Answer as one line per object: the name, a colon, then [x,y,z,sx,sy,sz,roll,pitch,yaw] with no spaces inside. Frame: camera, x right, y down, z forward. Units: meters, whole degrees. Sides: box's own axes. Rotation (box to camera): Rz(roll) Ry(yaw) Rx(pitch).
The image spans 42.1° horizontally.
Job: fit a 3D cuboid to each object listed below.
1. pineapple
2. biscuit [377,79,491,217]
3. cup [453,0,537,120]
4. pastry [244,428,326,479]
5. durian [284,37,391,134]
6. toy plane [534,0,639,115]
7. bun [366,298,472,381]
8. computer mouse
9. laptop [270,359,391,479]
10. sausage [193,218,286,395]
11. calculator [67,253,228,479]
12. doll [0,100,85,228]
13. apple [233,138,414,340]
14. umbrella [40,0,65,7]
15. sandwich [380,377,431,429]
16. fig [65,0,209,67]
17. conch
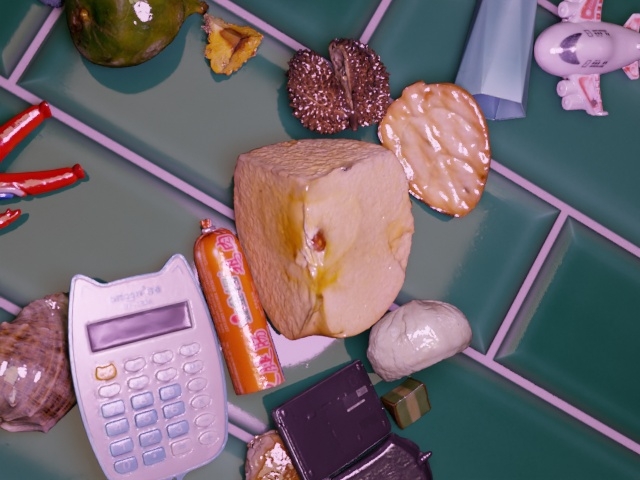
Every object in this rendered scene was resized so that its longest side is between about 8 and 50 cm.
pineapple: [-0.172,-0.365,1.493,0.114,0.077,0.114,43,85,-1]
biscuit: [0.214,-0.164,1.517,0.203,0.041,0.260,-21,98,22]
cup: [0.334,-0.354,1.539,0.148,0.134,0.235,15,83,-10]
pastry: [-0.062,0.401,1.453,0.153,0.081,0.153,1,82,-5]
durian: [0.034,-0.264,1.466,0.196,0.167,0.196,-8,61,15]
toy plane: [0.518,-0.361,1.562,0.252,0.118,0.252,-3,101,-17]
bun: [0.166,0.165,1.450,0.195,0.195,0.118,-23,78,-9]
computer mouse: [0.086,0.447,1.466,0.264,0.088,0.147,-32,97,-7]
laptop: [0.025,0.319,1.458,0.207,0.026,0.154,-25,89,-34]
sausage: [-0.150,0.110,1.452,0.093,0.093,0.312,-17,90,-9]
calculator: [-0.289,0.230,1.413,0.256,0.054,0.386,-13,88,-29]
doll: [-0.606,-0.092,1.406,0.384,0.099,0.188,-30,91,-12]
apple: [0.000,0.000,1.408,0.314,0.252,0.309,-2,117,8]
umbrella: [-0.557,-0.488,1.458,0.250,0.053,0.052,29,75,-4]
sandwich: [0.164,0.295,1.476,0.074,0.116,0.074,-34,91,-8]
fig: [-0.310,-0.411,1.455,0.235,0.203,0.203,-27,90,-49]
conch: [-0.499,0.216,1.363,0.210,0.159,0.291,40,80,-3]
